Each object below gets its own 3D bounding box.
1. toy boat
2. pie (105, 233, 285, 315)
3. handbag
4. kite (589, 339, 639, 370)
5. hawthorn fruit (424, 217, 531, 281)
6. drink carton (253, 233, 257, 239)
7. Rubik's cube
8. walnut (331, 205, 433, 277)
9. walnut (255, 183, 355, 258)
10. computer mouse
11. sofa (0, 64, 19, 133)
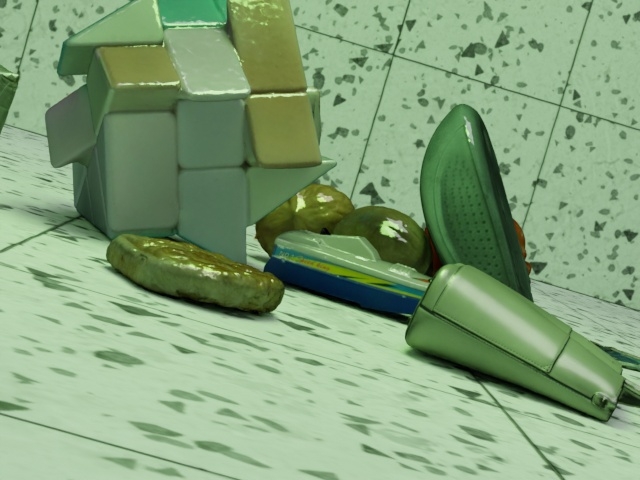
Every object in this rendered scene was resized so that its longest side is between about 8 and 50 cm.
[{"bbox_3d":[0.081,0.049,1.713,0.295,0.088,0.129,17,4,10],"label":"toy boat"},{"bbox_3d":[-0.127,0.035,1.363,0.195,0.046,0.195,15,5,-1],"label":"pie"},{"bbox_3d":[0.251,0.140,1.432,0.315,0.109,0.241,31,8,10],"label":"handbag"},{"bbox_3d":[0.508,0.196,1.992,0.406,0.014,0.368,15,4,-18],"label":"kite"},{"bbox_3d":[0.220,0.035,1.984,0.200,0.179,0.179,-1,6,-7],"label":"hawthorn fruit"},{"bbox_3d":[0.000,0.000,2.223,0.223,0.071,0.096,21,5,40],"label":"drink carton"},{"bbox_3d":[-0.186,-0.161,1.754,0.358,0.368,0.387,-4,12,-22],"label":"Rubik's cube"},{"bbox_3d":[0.087,0.019,1.848,0.162,0.140,0.140,10,0,34],"label":"walnut"},{"bbox_3d":[-0.020,-0.026,1.964,0.166,0.149,0.166,-8,-14,-2],"label":"walnut"},{"bbox_3d":[0.215,-0.010,1.821,0.122,0.371,0.188,-20,-20,15],"label":"computer mouse"},{"bbox_3d":[-0.487,-0.158,1.410,0.210,0.176,0.225,34,13,37],"label":"sofa"}]
